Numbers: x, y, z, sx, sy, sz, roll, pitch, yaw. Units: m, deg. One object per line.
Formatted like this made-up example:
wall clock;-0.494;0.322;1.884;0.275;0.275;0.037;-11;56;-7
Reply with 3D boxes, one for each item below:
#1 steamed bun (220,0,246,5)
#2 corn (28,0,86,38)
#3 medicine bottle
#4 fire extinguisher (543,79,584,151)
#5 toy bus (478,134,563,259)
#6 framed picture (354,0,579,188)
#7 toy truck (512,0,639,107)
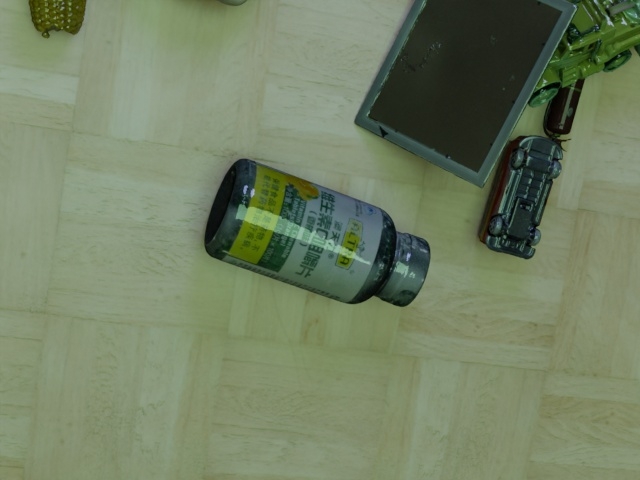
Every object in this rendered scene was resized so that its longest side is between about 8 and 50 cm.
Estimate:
steamed bun;-0.137;-0.393;1.414;0.182;0.106;0.183;-1;95;-14
corn;-0.330;-0.375;1.382;0.080;0.080;0.238;-1;98;-14
medicine bottle;0.000;0.000;1.486;0.293;0.141;0.141;20;93;-16
fire extinguisher;0.356;-0.199;1.596;0.056;0.039;0.132;13;95;-25
toy bus;0.285;-0.066;1.579;0.079;0.077;0.174;15;94;-15
framed picture;0.194;-0.236;1.496;0.216;0.016;0.273;31;97;21
toy truck;0.365;-0.299;1.517;0.259;0.135;0.128;-25;74;-5
